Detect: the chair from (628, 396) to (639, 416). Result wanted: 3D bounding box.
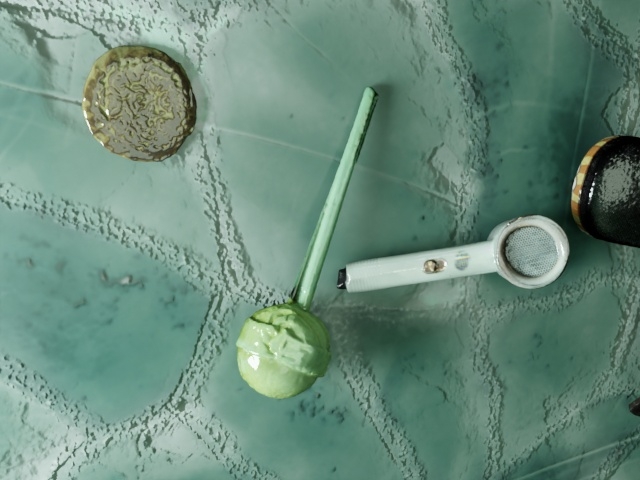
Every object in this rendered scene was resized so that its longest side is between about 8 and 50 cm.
[{"bbox_3d":[0.456,0.118,0.937,0.106,0.113,0.229,5,145,-16],"label":"chair"}]

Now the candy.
[{"bbox_3d":[0.000,0.000,0.799,0.092,0.093,0.336,23,84,-62],"label":"candy"}]

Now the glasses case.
[{"bbox_3d":[0.437,-0.044,0.904,0.320,0.082,0.122,7,105,-20],"label":"glasses case"}]

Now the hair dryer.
[{"bbox_3d":[0.134,0.028,0.827,0.236,0.131,0.073,-12,89,5],"label":"hair dryer"}]

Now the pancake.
[{"bbox_3d":[-0.172,-0.131,0.742,0.114,0.011,0.115,-3,102,-16],"label":"pancake"}]
